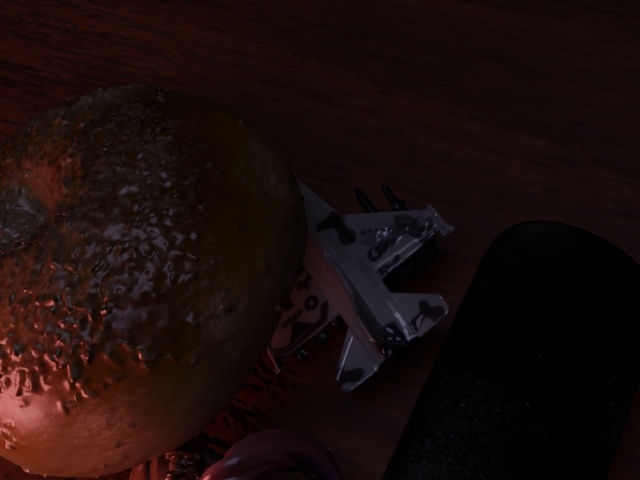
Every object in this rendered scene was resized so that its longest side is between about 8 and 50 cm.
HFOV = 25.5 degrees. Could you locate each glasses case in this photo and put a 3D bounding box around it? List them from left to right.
[{"bbox_3d":[0.116,0.119,0.865,0.122,0.082,0.321,23,56,8],"label":"glasses case"}]

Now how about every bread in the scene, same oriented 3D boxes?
[{"bbox_3d":[-0.156,0.016,0.967,0.305,0.159,0.305,-25,45,28],"label":"bread"}]

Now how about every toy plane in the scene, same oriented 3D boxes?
[{"bbox_3d":[0.011,0.011,1.003,0.160,0.082,0.234,-40,44,9],"label":"toy plane"}]

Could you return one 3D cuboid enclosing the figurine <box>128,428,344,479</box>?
[{"bbox_3d":[-0.066,0.173,0.923,0.157,0.126,0.114,12,30,22],"label":"figurine"}]
